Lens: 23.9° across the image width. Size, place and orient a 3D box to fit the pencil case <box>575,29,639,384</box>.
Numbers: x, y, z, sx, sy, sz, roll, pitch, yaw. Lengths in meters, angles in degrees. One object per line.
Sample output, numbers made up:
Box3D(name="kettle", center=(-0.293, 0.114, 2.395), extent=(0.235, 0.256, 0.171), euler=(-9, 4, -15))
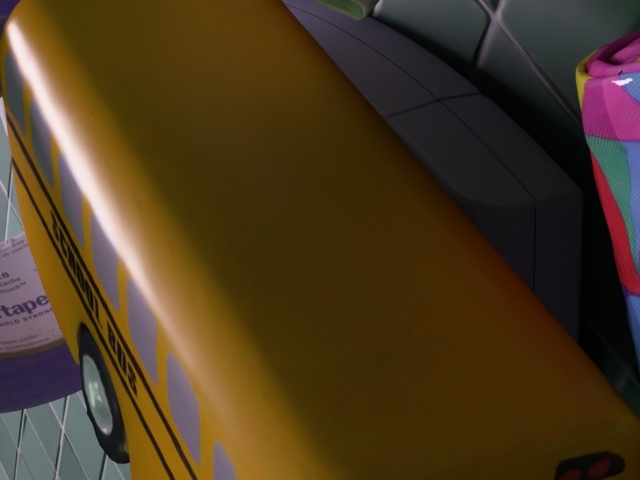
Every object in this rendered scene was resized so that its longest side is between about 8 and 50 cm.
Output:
Box3D(name="pencil case", center=(0.136, 0.047, 0.391), extent=(0.104, 0.104, 0.236), euler=(8, 113, 60))

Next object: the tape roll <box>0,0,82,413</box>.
Box3D(name="tape roll", center=(-0.132, -0.025, 0.623), extent=(0.080, 0.189, 0.189), euler=(47, 143, 45))

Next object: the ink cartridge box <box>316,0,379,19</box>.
Box3D(name="ink cartridge box", center=(0.025, -0.212, 0.464), extent=(0.235, 0.056, 0.171), euler=(-50, 55, 19))

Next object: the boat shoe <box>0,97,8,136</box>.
Box3D(name="boat shoe", center=(-0.182, -0.120, 0.937), extent=(0.046, 0.038, 0.125), euler=(-14, -85, -76))

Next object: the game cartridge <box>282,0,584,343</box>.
Box3D(name="game cartridge", center=(0.000, 0.000, 0.649), extent=(0.297, 0.062, 0.198), euler=(34, 137, 53))

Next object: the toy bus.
Box3D(name="toy bus", center=(-0.001, 0.047, 0.468), extent=(0.332, 0.108, 0.130), euler=(-126, 30, -45))
